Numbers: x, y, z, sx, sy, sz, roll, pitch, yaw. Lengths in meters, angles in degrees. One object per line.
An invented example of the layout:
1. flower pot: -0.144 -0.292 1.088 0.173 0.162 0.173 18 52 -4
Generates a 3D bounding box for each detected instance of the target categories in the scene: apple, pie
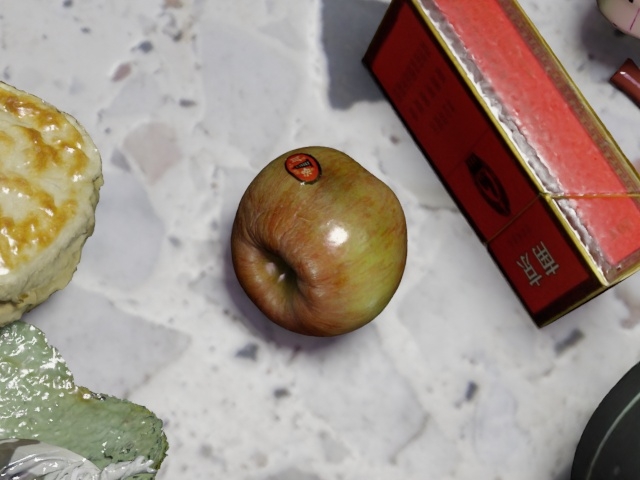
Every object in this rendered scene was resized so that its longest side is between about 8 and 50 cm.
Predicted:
1. apple: 0.001 0.003 1.027 0.102 0.126 0.126 -32 83 -39
2. pie: -0.250 -0.031 1.010 0.205 0.084 0.179 22 51 -2

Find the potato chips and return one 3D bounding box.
1. potato chips: -0.218 0.129 0.996 0.228 0.059 0.167 27 70 5

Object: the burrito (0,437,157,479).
1. burrito: -0.299 0.217 0.907 0.445 0.101 0.139 -28 50 1

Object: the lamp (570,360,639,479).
1. lamp: 0.285 0.170 0.944 0.205 0.374 0.272 -13 53 -15

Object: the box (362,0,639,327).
1. box: 0.129 -0.066 1.045 0.074 0.153 0.240 -31 83 -18

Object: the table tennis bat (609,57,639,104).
1. table tennis bat: 0.277 -0.075 1.141 0.154 0.019 0.098 44 75 0

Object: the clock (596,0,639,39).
1. clock: 0.366 -0.205 1.096 0.309 0.114 0.284 19 55 3
